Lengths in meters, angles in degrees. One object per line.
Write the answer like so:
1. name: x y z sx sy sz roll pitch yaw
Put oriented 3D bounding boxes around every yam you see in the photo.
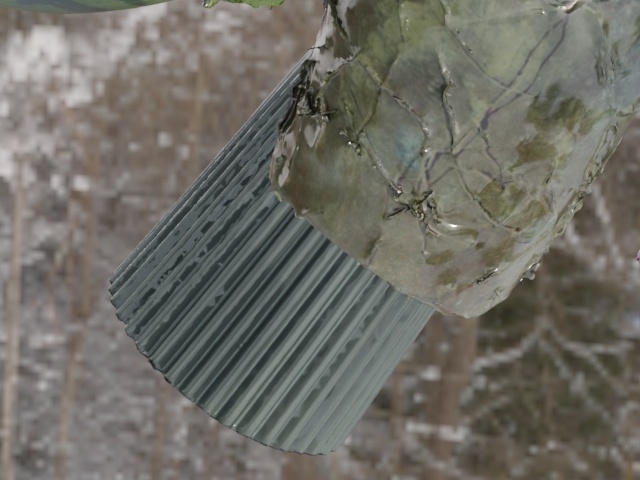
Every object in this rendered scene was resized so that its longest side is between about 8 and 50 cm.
1. yam: 0.080 -0.102 1.118 0.201 0.271 0.202 -22 -123 -36

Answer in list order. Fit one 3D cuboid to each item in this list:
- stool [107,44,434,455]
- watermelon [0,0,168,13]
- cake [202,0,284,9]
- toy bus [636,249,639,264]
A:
1. stool: 0.000 0.000 1.911 0.297 0.330 0.297 34 -162 -12
2. watermelon: -0.085 -0.211 0.936 0.331 0.189 0.331 -24 -148 16
3. cake: -0.040 -0.298 1.717 0.100 0.099 0.235 6 158 -19
4. toy bus: 0.378 0.070 1.708 0.112 0.090 0.274 31 -162 -26
